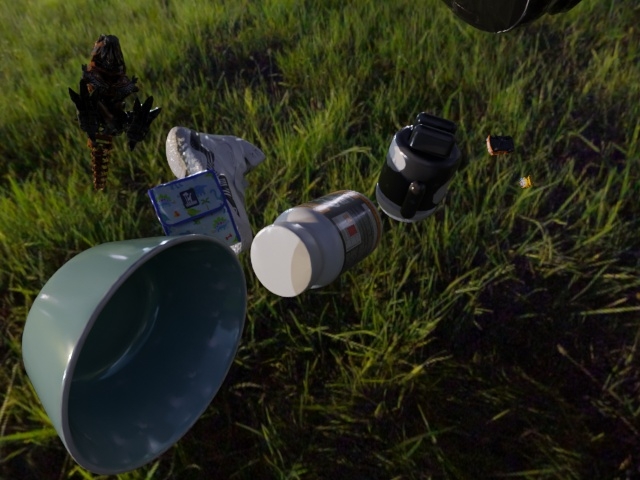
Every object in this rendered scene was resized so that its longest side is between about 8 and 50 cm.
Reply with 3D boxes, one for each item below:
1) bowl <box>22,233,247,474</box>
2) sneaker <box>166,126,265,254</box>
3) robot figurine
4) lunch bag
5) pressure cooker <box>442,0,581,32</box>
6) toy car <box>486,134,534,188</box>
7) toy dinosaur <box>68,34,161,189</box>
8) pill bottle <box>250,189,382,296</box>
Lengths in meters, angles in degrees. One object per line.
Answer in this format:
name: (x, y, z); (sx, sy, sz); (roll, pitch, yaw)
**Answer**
bowl: (-0.256, 0.124, 0.606); (0.163, 0.311, 0.311); (15, 40, 22)
sneaker: (-0.215, -0.138, 1.108); (0.210, 0.137, 0.365); (-14, 63, -44)
robot figurine: (0.243, -0.171, 1.115); (0.209, 0.278, 0.173); (-22, 56, -32)
lunch bag: (-0.238, -0.047, 0.853); (0.129, 0.151, 0.096); (-22, 17, -18)
pressure cooker: (0.379, -0.603, 0.705); (0.421, 0.375, 0.369); (-38, 44, 3)
toy car: (0.359, -0.148, 0.871); (0.060, 0.121, 0.040); (-19, -7, -20)
toy dinosaur: (-0.463, -0.280, 0.991); (0.165, 0.321, 0.218); (-21, 27, -29)
pill bottle: (0.000, 0.000, 0.884); (0.162, 0.162, 0.278); (13, 21, 27)
